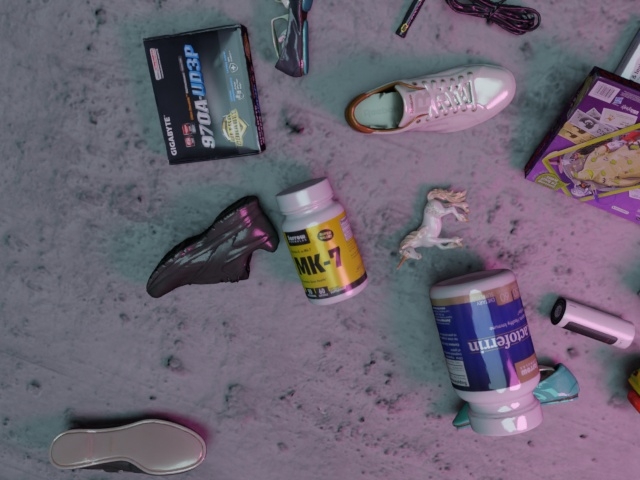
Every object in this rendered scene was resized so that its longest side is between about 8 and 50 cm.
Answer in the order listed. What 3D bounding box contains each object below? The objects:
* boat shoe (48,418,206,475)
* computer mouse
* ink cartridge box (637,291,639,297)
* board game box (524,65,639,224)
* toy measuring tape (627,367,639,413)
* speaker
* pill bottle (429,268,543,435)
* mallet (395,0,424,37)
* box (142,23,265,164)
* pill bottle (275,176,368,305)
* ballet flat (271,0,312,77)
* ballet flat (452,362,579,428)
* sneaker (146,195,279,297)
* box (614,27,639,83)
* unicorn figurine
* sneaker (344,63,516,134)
[{"bbox_3d":[-0.403,0.444,1.193,0.335,0.095,0.112,-1,70,2],"label":"boat shoe"},{"bbox_3d":[0.287,-0.468,0.854,0.184,0.060,0.262,7,117,-12],"label":"computer mouse"},{"bbox_3d":[0.679,0.117,0.954,0.176,0.128,0.127,36,107,-4],"label":"ink cartridge box"},{"bbox_3d":[0.543,-0.123,0.899,0.346,0.056,0.208,22,130,-1],"label":"board game box"},{"bbox_3d":[0.671,0.312,1.045,0.330,0.121,0.121,37,108,-29],"label":"toy measuring tape"},{"bbox_3d":[0.501,0.152,1.022,0.136,0.055,0.055,20,107,-1],"label":"speaker"},{"bbox_3d":[0.294,0.192,0.974,0.153,0.153,0.265,-15,89,10],"label":"pill bottle"},{"bbox_3d":[0.187,-0.418,0.902,0.062,0.039,0.190,21,112,-3],"label":"mallet"},{"bbox_3d":[-0.200,-0.254,0.978,0.175,0.051,0.220,-5,106,7],"label":"box"},{"bbox_3d":[0.000,0.000,0.997,0.119,0.119,0.208,-18,103,11],"label":"pill bottle"},{"bbox_3d":[-0.046,-0.377,0.919,0.074,0.074,0.203,8,109,4],"label":"ballet flat"},{"bbox_3d":[0.365,0.292,1.073,0.247,0.083,0.087,-19,79,11],"label":"ballet flat"},{"bbox_3d":[-0.203,0.040,1.040,0.286,0.109,0.130,-33,107,16],"label":"sneaker"},{"bbox_3d":[0.575,-0.245,0.907,0.186,0.038,0.145,25,107,0],"label":"box"},{"bbox_3d":[0.206,-0.018,1.007,0.111,0.060,0.162,11,91,3],"label":"unicorn figurine"},{"bbox_3d":[0.183,-0.221,0.912,0.290,0.123,0.106,-11,103,8],"label":"sneaker"}]
